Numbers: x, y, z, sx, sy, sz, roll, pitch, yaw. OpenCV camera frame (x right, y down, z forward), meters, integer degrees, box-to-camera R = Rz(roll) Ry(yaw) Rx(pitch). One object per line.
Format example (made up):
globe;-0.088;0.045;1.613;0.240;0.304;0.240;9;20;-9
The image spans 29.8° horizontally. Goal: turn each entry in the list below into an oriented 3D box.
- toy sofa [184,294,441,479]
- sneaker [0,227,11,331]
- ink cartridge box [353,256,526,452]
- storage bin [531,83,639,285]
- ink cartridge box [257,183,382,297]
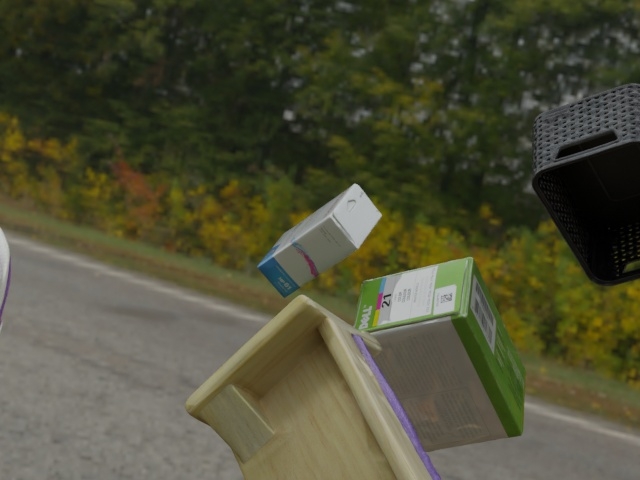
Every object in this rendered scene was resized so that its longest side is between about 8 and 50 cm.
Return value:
toy sofa;0.046;0.229;0.952;0.177;0.150;0.362;35;16;-41
sneaker;-0.181;0.088;0.521;0.102;0.161;0.282;5;43;-31
ink cartridge box;0.074;0.140;1.313;0.255;0.189;0.097;-13;35;22
storage bin;0.292;-0.051;1.172;0.122;0.084;0.180;-17;-49;27
ink cartridge box;0.000;0.000;1.348;0.052;0.122;0.088;49;34;-8
